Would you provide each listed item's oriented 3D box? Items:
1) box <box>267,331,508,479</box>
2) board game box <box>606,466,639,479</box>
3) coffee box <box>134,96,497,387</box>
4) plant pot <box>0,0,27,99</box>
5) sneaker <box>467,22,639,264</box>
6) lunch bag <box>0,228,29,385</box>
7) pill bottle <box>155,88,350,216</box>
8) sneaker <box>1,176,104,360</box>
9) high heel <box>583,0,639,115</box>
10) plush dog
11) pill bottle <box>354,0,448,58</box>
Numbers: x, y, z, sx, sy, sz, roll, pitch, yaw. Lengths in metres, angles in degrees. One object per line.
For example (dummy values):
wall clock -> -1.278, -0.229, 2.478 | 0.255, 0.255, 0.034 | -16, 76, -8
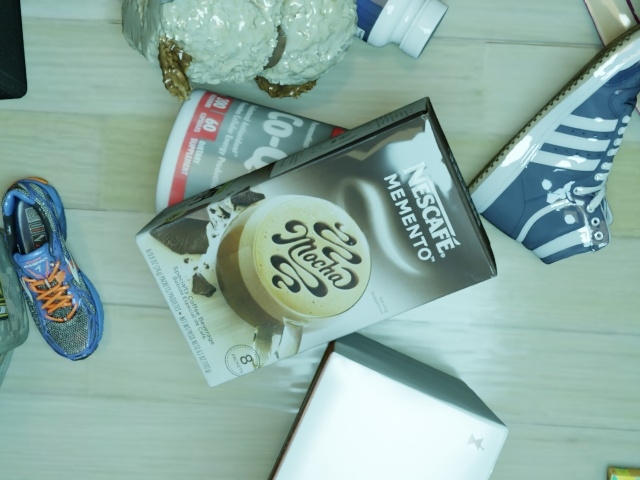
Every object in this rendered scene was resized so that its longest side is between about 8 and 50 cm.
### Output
box -> 0.046, 0.223, 1.058 | 0.168, 0.345, 0.215 | 24, 89, 2
board game box -> 0.450, 0.323, 1.183 | 0.260, 0.039, 0.124 | 2, 99, 4
coffee box -> 0.000, 0.000, 1.020 | 0.297, 0.119, 0.168 | -23, 102, 12
plant pot -> -0.444, -0.255, 1.166 | 0.188, 0.167, 0.188 | -5, 88, 1
sneaker -> 0.299, -0.094, 1.148 | 0.153, 0.099, 0.282 | 44, 117, 1
lunch bag -> -0.421, 0.107, 1.125 | 0.169, 0.235, 0.287 | 23, 91, 0
pill bottle -> -0.022, -0.053, 1.154 | 0.283, 0.161, 0.161 | 15, 90, 2
sneaker -> -0.313, 0.034, 1.198 | 0.083, 0.087, 0.221 | -23, 89, 2
high heel -> 0.299, -0.274, 1.160 | 0.377, 0.127, 0.181 | 34, 80, -2
plush dog -> -0.066, -0.230, 1.093 | 0.226, 0.262, 0.210 | 0, 57, -24
pill bottle -> 0.054, -0.276, 1.188 | 0.169, 0.094, 0.094 | 31, 90, 2
